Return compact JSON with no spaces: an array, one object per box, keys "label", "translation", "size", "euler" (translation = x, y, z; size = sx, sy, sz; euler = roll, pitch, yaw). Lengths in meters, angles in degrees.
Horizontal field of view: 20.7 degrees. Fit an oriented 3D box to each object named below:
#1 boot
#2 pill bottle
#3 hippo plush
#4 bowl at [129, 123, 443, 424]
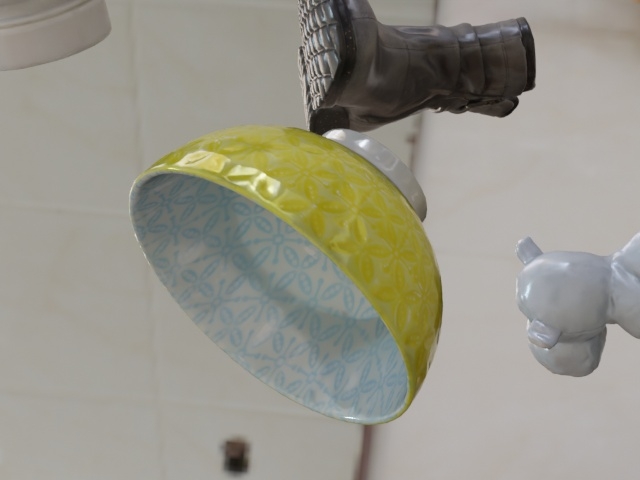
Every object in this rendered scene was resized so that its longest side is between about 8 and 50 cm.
[{"label":"boot","translation":[0.094,-0.178,1.621],"size":[0.338,0.222,0.118],"euler":[108,155,-85]},{"label":"pill bottle","translation":[-0.374,-0.396,2.063],"size":[0.204,0.204,0.361],"euler":[-72,-29,-65]},{"label":"hippo plush","translation":[0.350,0.088,2.014],"size":[0.294,0.236,0.234],"euler":[78,179,-54]},{"label":"bowl","translation":[0.000,0.000,1.459],"size":[0.156,0.289,0.289],"euler":[-48,-24,-27]}]
